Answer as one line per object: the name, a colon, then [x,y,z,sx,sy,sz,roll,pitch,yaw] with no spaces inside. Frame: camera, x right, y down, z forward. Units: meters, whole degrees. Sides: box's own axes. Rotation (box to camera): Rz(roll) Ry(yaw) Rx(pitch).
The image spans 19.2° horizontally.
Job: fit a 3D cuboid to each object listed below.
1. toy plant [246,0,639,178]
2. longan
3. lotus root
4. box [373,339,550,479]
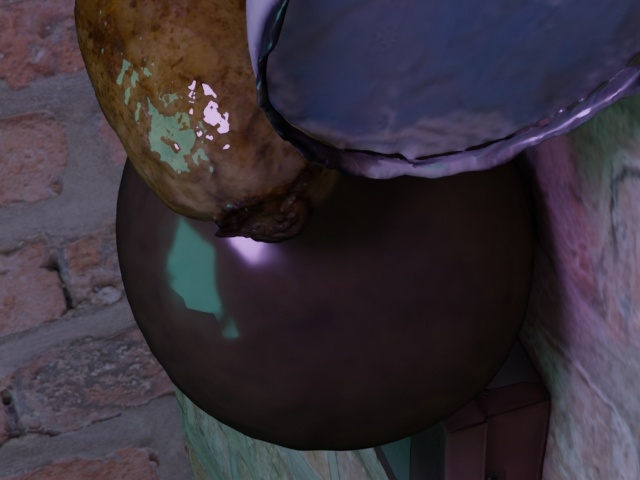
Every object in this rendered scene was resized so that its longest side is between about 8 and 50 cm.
toy plant: [0.036,-0.228,1.014,0.247,0.247,0.332,94,161,-57]
longan: [0.001,-0.004,1.281,0.297,0.297,0.297,165,90,-78]
lotus root: [-0.070,-0.115,1.109,0.145,0.128,0.260,31,-147,-56]
box: [0.094,0.118,1.472,0.215,0.086,0.215,88,161,-47]
